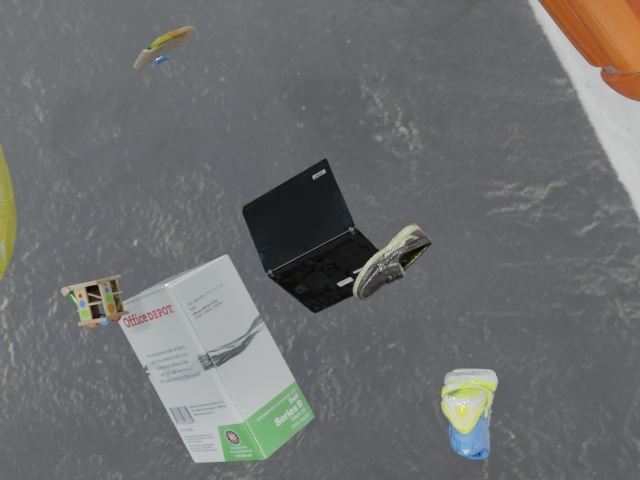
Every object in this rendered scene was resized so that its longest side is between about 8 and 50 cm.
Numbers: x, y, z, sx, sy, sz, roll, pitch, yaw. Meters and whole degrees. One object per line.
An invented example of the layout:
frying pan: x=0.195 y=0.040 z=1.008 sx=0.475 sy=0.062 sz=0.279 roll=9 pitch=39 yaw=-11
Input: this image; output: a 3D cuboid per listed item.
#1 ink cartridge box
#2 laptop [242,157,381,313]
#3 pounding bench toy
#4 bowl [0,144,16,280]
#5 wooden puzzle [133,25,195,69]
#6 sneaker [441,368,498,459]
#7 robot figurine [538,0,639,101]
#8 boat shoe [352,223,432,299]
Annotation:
ink cartridge box: x=-0.169 y=0.186 z=1.198 sx=0.122 sy=0.211 sz=0.289 roll=-32 pitch=98 yaw=-40
laptop: x=0.000 y=0.000 z=1.648 sx=0.264 sy=0.234 sz=0.136 roll=42 pitch=33 yaw=-35
pounding bench toy: x=-0.323 y=0.090 z=1.097 sx=0.052 sy=0.083 sz=0.065 roll=-16 pitch=94 yaw=-64
bowl: x=-0.311 y=-0.064 z=0.402 sx=0.290 sy=0.156 sz=0.289 roll=11 pitch=42 yaw=-10
wooden puzzle: x=-0.194 y=-0.239 z=0.957 sx=0.079 sy=0.116 sz=0.014 roll=-36 pitch=98 yaw=-31
sneaker: x=0.250 y=0.295 z=1.319 sx=0.091 sy=0.240 sz=0.126 roll=-2 pitch=93 yaw=21
robot figurine: x=0.209 y=-0.182 z=0.507 sx=0.219 sy=0.128 sz=0.158 roll=47 pitch=15 yaw=-11
boat shoe: x=0.114 y=0.039 z=1.230 sx=0.152 sy=0.056 sz=0.049 roll=-48 pitch=55 yaw=-5
